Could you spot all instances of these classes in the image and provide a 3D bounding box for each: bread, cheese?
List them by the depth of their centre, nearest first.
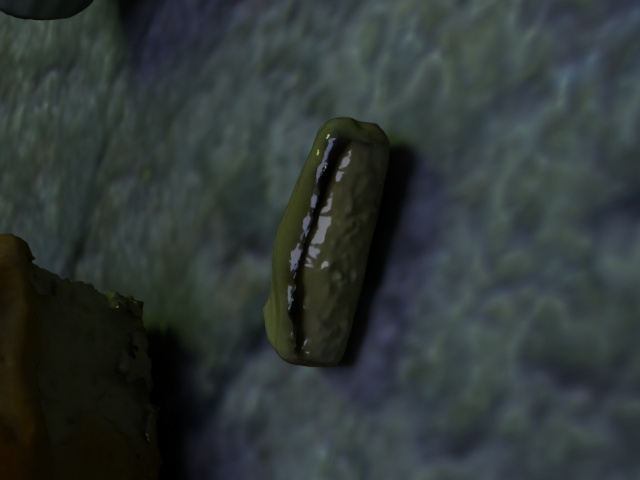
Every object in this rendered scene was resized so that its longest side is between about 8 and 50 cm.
[{"bbox_3d":[0.000,0.000,0.546,0.044,0.030,0.083,-126,49,-76],"label":"cheese"},{"bbox_3d":[-0.134,0.125,0.624,0.174,0.121,0.245,-31,52,50],"label":"bread"}]

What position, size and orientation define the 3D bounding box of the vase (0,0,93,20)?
[{"bbox_3d":[-0.086,-0.199,0.669,0.248,0.128,0.128,-60,35,40],"label":"vase"}]
